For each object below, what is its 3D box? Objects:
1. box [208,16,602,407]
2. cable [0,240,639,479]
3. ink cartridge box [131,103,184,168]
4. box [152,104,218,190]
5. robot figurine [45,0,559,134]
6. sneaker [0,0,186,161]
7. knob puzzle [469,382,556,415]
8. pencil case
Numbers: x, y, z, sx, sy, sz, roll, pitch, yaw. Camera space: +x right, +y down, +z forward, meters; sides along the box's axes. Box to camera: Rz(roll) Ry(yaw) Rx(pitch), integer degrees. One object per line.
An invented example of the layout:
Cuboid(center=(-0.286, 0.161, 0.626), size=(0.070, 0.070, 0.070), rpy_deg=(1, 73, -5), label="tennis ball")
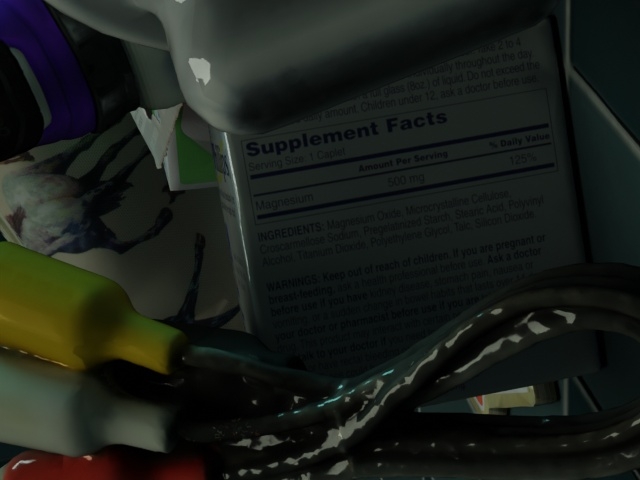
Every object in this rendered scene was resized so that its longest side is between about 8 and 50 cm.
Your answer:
Cuboid(center=(0.028, -0.009, 0.580), size=(0.072, 0.126, 0.137), rpy_deg=(-141, 42, -80), label="box")
Cuboid(center=(-0.016, 0.069, 0.505), size=(0.072, 0.287, 0.139), rpy_deg=(-31, -61, -56), label="cable")
Cuboid(center=(-0.109, -0.160, 0.778), size=(0.224, 0.056, 0.181), rpy_deg=(61, 169, 2), label="ink cartridge box")
Cuboid(center=(-0.052, -0.201, 0.883), size=(0.262, 0.127, 0.231), rpy_deg=(93, 166, -53), label="box")
Cuboid(center=(-0.033, -0.201, 0.489), size=(0.300, 0.200, 0.353), rpy_deg=(67, -175, -54), label="robot figurine")
Cuboid(center=(-0.169, -0.108, 0.662), size=(0.293, 0.146, 0.102), rpy_deg=(43, 157, 58), label="sneaker")
Cuboid(center=(0.056, -0.005, 0.727), size=(0.213, 0.030, 0.213), rpy_deg=(169, 90, -82), label="knob puzzle")
Cuboid(center=(-0.167, -0.046, 1.046), size=(0.160, 0.183, 0.410), rpy_deg=(6, 136, 45), label="pencil case")
